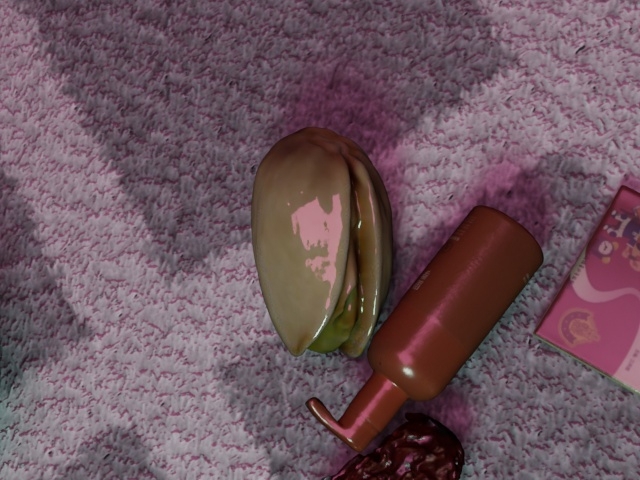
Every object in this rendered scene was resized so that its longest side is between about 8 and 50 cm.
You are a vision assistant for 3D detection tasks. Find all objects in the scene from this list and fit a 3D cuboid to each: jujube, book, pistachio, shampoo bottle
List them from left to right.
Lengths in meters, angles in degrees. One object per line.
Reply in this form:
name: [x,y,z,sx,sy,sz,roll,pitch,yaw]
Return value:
pistachio: [0.000,0.000,1.076,0.144,0.144,0.215,-2,81,15]
jujube: [0.060,0.229,1.015,0.166,0.104,0.104,-43,69,0]
shampoo bottle: [0.096,0.081,1.033,0.085,0.085,0.244,37,78,21]
book: [0.326,0.071,1.023,0.232,0.022,0.162,30,86,21]
